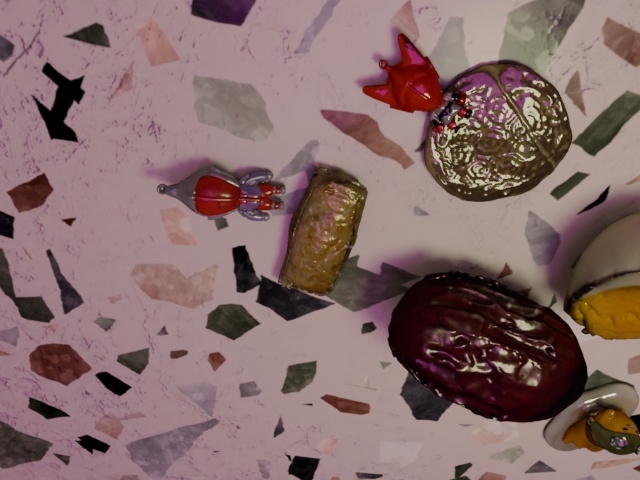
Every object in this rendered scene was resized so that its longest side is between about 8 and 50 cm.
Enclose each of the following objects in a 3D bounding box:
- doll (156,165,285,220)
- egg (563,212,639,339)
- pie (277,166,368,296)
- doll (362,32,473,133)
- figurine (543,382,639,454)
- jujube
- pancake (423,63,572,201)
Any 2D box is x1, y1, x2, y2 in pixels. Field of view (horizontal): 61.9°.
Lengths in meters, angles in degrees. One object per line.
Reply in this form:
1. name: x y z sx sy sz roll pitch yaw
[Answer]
1. doll: -0.176 -0.084 0.960 0.227 0.075 0.102 1 108 -10
2. egg: 0.590 0.065 0.979 0.264 0.174 0.286 1 144 16
3. pie: 0.000 0.000 1.014 0.128 0.068 0.282 15 126 -6
4. doll: 0.163 -0.236 0.854 0.169 0.057 0.109 36 118 -2
5. figurine: 0.647 0.459 1.234 0.166 0.141 0.250 21 121 -13
6. jujube: 0.317 0.206 1.035 0.376 0.258 0.258 27 120 0
7. pancake: 0.298 -0.173 0.912 0.250 0.031 0.250 1 122 1
